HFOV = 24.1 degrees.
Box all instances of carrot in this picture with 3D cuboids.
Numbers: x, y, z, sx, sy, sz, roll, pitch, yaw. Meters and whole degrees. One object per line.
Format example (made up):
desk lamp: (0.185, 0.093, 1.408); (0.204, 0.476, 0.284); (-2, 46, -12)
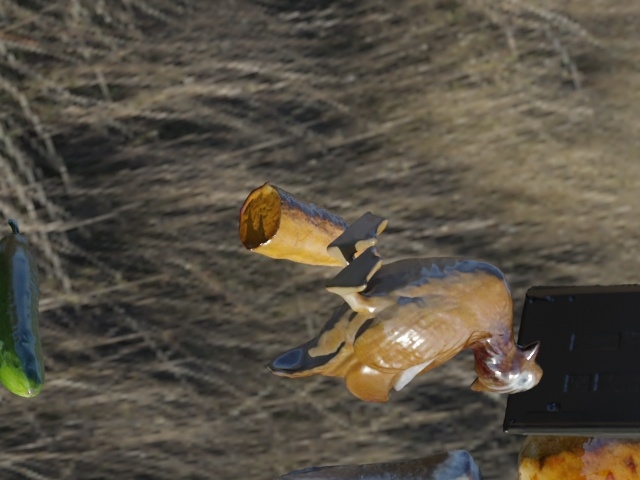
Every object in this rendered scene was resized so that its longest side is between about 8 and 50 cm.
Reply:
carrot: (0.000, 0.000, 1.564); (0.205, 0.072, 0.072); (21, 62, -48)

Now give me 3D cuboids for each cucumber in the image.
cucumber: (-0.305, 0.067, 1.493); (0.056, 0.056, 0.250); (43, 20, -38)

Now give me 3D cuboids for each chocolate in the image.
chocolate: (0.051, 0.310, 1.526); (0.080, 0.254, 0.157); (-87, 166, -67)

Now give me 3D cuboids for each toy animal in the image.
toy animal: (0.060, 0.074, 1.096); (0.179, 0.188, 0.089); (46, 28, -26)

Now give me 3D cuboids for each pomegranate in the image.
pomegranate: (0.369, 0.306, 1.928); (0.248, 0.248, 0.248); (22, 62, -49)

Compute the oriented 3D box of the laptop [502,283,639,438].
laptop: (0.240, 0.090, 1.163); (0.016, 0.197, 0.135); (48, 47, -49)
